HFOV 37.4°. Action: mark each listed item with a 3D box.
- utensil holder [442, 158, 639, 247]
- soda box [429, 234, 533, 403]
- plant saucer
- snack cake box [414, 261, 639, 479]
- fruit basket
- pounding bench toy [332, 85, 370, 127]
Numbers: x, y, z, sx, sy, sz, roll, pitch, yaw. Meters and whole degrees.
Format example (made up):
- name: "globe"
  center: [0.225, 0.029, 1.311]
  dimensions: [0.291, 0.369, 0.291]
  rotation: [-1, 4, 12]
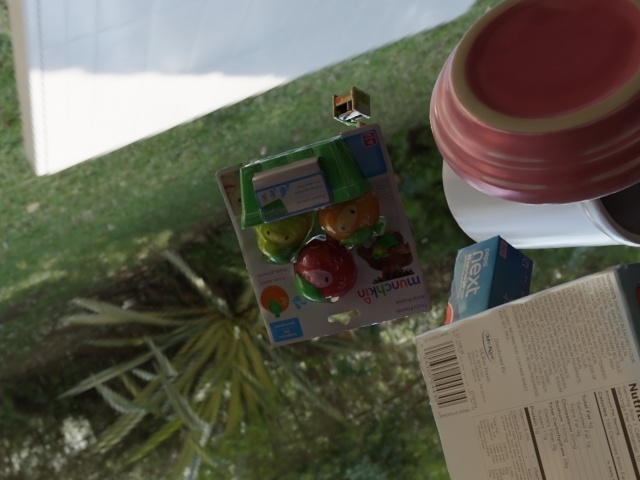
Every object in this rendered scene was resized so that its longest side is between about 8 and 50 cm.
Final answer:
- name: "utensil holder"
  center: [0.476, -0.144, 1.839]
  dimensions: [0.327, 0.328, 0.385]
  rotation: [-23, -170, -32]
- name: "soda box"
  center: [0.190, 0.104, 1.103]
  dimensions: [0.071, 0.067, 0.210]
  rotation: [-23, -138, 46]
- name: "plant saucer"
  center: [0.283, -0.195, 1.113]
  dimensions: [0.332, 0.332, 0.084]
  rotation: [-27, 137, 6]
- name: "snack cake box"
  center: [0.158, 0.154, 0.493]
  dimensions: [0.089, 0.265, 0.152]
  rotation: [-4, 165, -39]
- name: "fruit basket"
  center: [0.000, 0.000, 1.706]
  dimensions: [0.326, 0.353, 0.165]
  rotation: [-14, -178, 19]
- name: "pounding bench toy"
  center: [0.061, -0.258, 1.921]
  dimensions: [0.065, 0.083, 0.052]
  rotation: [-18, 154, 39]
